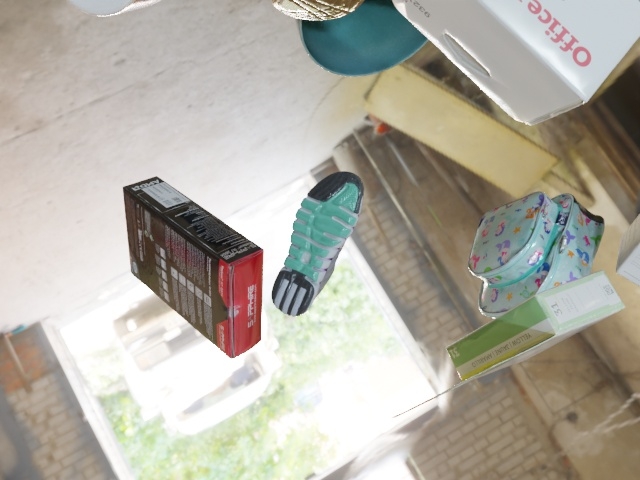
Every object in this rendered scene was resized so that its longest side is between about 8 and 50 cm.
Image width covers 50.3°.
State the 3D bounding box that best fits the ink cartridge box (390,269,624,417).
[{"bbox_3d":[0.196,0.114,0.753,0.235,0.056,0.171,-12,158,-32],"label":"ink cartridge box"}]

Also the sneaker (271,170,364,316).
[{"bbox_3d":[0.000,0.000,0.986,0.223,0.083,0.098,-62,168,13],"label":"sneaker"}]

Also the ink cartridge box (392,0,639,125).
[{"bbox_3d":[0.261,-0.314,0.724,0.307,0.223,0.129,-50,-173,-7],"label":"ink cartridge box"}]

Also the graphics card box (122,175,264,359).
[{"bbox_3d":[-0.264,0.047,1.392,0.094,0.371,0.232,-27,134,-38],"label":"graphics card box"}]

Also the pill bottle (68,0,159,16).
[{"bbox_3d":[-0.269,-0.381,0.940,0.121,0.121,0.216,-36,-165,20],"label":"pill bottle"}]

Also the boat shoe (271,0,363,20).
[{"bbox_3d":[0.031,-0.401,0.997,0.098,0.096,0.277,13,170,-39],"label":"boat shoe"}]

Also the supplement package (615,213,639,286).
[{"bbox_3d":[0.651,-0.042,1.114,0.177,0.175,0.292,-39,160,-57],"label":"supplement package"}]

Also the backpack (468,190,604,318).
[{"bbox_3d":[0.401,0.044,1.297,0.225,0.191,0.253,-26,-137,60],"label":"backpack"}]

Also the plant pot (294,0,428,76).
[{"bbox_3d":[0.070,-0.479,1.256,0.291,0.195,0.290,-15,145,-11],"label":"plant pot"}]
